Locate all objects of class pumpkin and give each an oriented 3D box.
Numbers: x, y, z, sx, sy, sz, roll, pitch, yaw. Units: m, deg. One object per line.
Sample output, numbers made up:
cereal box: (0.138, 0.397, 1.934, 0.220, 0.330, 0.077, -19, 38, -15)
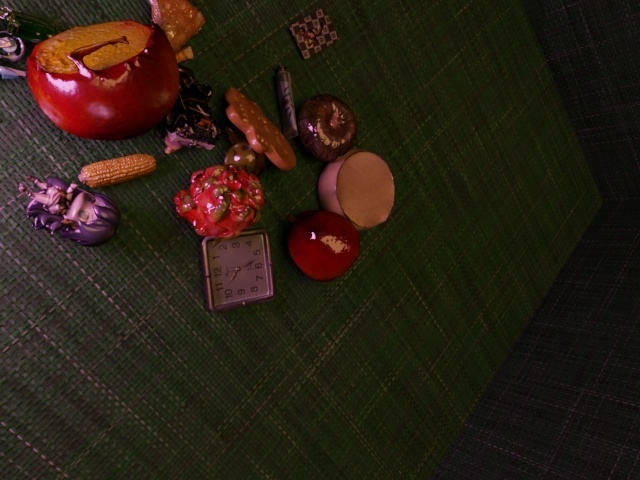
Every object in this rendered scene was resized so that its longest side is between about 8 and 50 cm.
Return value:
pumpkin: (0.030, -0.439, 2.014, 0.260, 0.189, 0.261, 11, 69, -30)

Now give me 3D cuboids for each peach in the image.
peach: (-0.594, -0.444, 1.505, 0.406, 0.334, 0.310, -41, 141, -37)

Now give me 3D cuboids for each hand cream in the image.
hand cream: (-0.128, -0.521, 1.984, 0.058, 0.091, 0.272, -9, 93, -39)

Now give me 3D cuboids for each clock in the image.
clock: (-0.293, 0.103, 1.893, 0.278, 0.049, 0.274, -8, 95, -35)

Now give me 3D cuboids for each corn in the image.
corn: (-0.626, -0.218, 1.636, 0.238, 0.080, 0.080, -20, 102, -32)

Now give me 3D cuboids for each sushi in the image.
sushi: (-0.028, -0.817, 2.080, 0.201, 0.031, 0.139, -38, 112, -25)

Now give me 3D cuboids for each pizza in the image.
pizza: (-0.482, -0.743, 1.739, 0.204, 0.080, 0.188, -47, 139, -36)

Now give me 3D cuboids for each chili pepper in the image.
chili pepper: (-0.798, -0.593, 1.492, 0.224, 0.061, 0.098, -3, 62, -50)

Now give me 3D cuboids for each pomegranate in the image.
pomegranate: (-0.263, -0.309, 1.850, 0.156, 0.156, 0.220, 11, 75, -35)

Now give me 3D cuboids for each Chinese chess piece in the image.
Chinese chess piece: (0.151, -0.205, 2.151, 0.337, 0.140, 0.339, 1, 89, -36)

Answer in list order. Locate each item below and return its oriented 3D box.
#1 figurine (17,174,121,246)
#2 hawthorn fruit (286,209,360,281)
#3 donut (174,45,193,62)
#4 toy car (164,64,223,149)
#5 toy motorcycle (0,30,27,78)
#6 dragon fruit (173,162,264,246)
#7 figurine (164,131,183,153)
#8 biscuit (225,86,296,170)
figurine: (-0.714, -0.082, 1.509, 0.264, 0.197, 0.175, 29, 74, -11)
hawthorn fruit: (0.000, 0.000, 1.984, 0.307, 0.265, 0.265, 43, 66, -8)
donut: (-0.467, -0.612, 1.753, 0.083, 0.067, 0.038, -74, 151, -51)
toy car: (-0.431, -0.436, 1.707, 0.193, 0.118, 0.301, 4, 59, -50)
toy motorcycle: (-0.941, -0.484, 1.393, 0.296, 0.109, 0.199, -12, 100, -34)
dragon fruit: (-0.331, -0.130, 1.740, 0.231, 0.302, 0.237, -64, 151, -50)
figurine: (-0.459, -0.362, 1.767, 0.083, 0.083, 0.187, 48, 51, -26)
biscuit: (-0.201, -0.385, 1.856, 0.355, 0.052, 0.275, 42, 25, -36)
